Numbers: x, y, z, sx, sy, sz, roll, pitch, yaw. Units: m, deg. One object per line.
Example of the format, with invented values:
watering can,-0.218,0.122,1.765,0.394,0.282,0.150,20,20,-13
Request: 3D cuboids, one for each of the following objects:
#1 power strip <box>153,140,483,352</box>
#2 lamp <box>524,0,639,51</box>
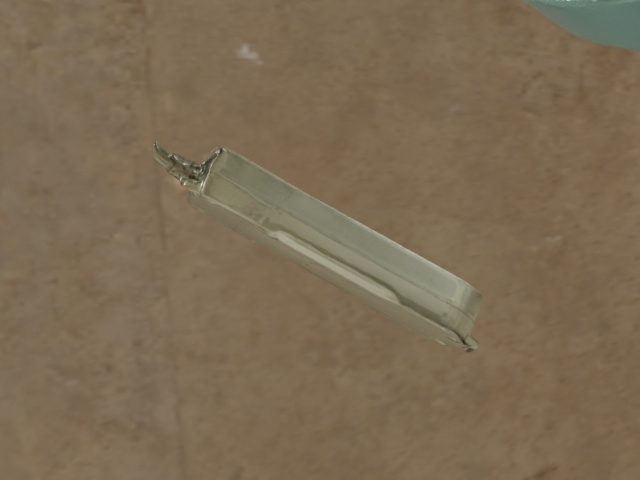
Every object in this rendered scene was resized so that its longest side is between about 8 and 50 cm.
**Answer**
power strip,0.000,0.000,0.816,0.191,0.047,0.030,30,79,-7
lamp,0.126,-0.173,0.630,0.209,0.147,0.284,-67,18,-11
